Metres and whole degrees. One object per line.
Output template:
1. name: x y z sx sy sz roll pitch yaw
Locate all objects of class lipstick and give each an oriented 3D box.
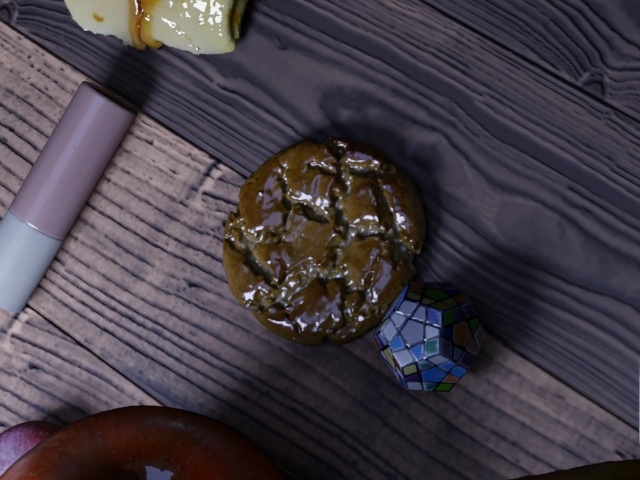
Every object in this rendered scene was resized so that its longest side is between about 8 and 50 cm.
1. lipstick: -0.290 -0.047 1.972 0.070 0.070 0.254 34 97 25

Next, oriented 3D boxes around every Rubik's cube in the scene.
1. Rubik's cube: 0.106 0.092 1.757 0.111 0.093 0.111 -4 79 22

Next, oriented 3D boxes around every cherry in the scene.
1. cherry: -0.262 0.244 1.914 0.225 0.090 0.107 -1 70 16

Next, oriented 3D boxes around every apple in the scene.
1. apple: -0.174 0.327 1.718 0.348 0.348 0.277 41 144 24

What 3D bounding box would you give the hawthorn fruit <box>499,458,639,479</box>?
1. hawthorn fruit: 0.246 0.361 1.516 0.402 0.403 0.403 -4 81 24

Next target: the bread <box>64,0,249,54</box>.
1. bread: -0.168 -0.306 1.978 0.240 0.135 0.178 17 124 25

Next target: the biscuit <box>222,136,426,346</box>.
1. biscuit: 0.000 0.000 1.848 0.225 0.042 0.226 -4 81 23
